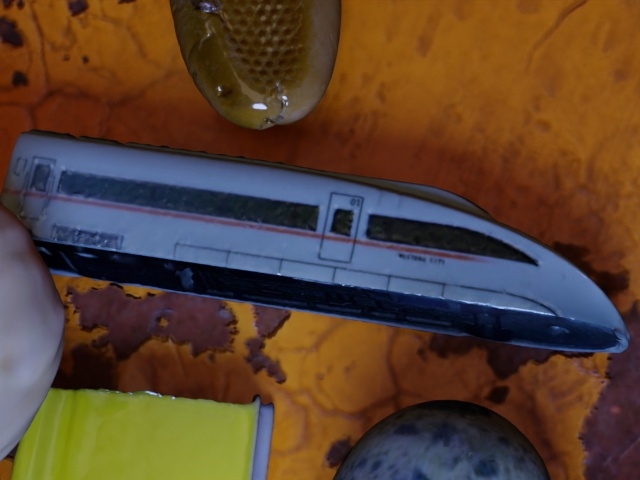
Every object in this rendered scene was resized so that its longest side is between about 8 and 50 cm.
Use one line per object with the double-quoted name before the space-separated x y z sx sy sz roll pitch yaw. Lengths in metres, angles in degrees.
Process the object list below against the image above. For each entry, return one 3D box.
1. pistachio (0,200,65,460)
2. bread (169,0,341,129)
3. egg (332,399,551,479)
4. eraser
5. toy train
"pistachio" -0.288 0.084 1.181 0.318 0.214 0.193 -39 77 19
"bread" -0.044 -0.157 1.276 0.114 0.077 0.189 -2 74 -13
"egg" 0.067 0.185 1.143 0.141 0.141 0.181 19 84 12
"eraser" -0.121 0.203 1.202 0.158 0.069 0.226 5 77 7
"toy train" 0.000 0.000 1.228 0.407 0.086 0.088 9 72 10
